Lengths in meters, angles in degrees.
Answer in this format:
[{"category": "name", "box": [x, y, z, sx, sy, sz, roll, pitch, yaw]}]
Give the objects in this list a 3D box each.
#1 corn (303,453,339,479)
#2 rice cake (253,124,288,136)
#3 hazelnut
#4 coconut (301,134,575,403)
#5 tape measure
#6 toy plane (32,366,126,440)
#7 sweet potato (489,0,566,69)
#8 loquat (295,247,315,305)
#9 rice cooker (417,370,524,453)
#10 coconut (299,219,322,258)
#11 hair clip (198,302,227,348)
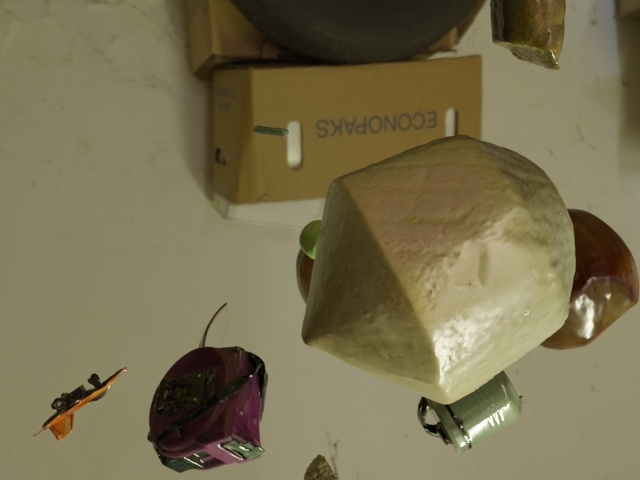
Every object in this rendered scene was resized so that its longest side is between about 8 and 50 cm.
[{"category": "corn", "box": [0.025, 0.586, 1.364, 0.087, 0.211, 0.087, -30, 159, -12]}, {"category": "rice cake", "box": [-0.133, -0.293, 1.634, 0.121, 0.021, 0.022, 16, -136, 40]}, {"category": "hazelnut", "box": [0.630, 0.102, 1.605, 0.366, 0.365, 0.366, -7, -175, 1]}, {"category": "coconut", "box": [0.122, 0.041, 0.719, 0.329, 0.328, 0.329, -7, -175, 1]}, {"category": "tape measure", "box": [-0.213, 0.319, 1.184, 0.245, 0.231, 0.149, -26, 133, 22]}, {"category": "toy plane", "box": [-0.433, 0.281, 1.106, 0.188, 0.062, 0.135, -47, -177, 0]}, {"category": "sweet potato", "box": [0.436, -0.541, 1.299, 0.158, 0.369, 0.158, -10, -156, 5]}, {"category": "loquat", "box": [0.067, 0.079, 1.514, 0.263, 0.263, 0.263, -7, -175, 1]}, {"category": "rice cooker", "box": [0.351, 0.390, 1.507, 0.244, 0.226, 0.226, -33, -172, -4]}, {"category": "coconut", "box": [0.000, 0.000, 1.363, 0.096, 0.087, 0.088, 36, -150, 32]}, {"category": "hair clip", "box": [-0.245, 0.198, 1.365, 0.022, 0.137, 0.054, 27, 157, -8]}]
